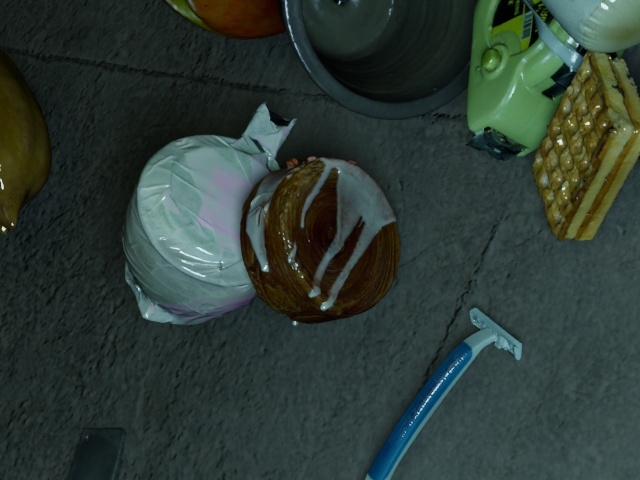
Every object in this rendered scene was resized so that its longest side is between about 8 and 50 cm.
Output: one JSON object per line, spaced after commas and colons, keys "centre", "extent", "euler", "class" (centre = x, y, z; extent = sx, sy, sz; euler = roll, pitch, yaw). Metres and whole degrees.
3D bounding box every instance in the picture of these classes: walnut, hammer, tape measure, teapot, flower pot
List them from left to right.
{"centre": [-0.419, -0.120, 2.085], "extent": [0.209, 0.209, 0.336], "euler": [-44, 53, 10], "class": "walnut"}
{"centre": [-0.120, -0.024, 1.766], "extent": [0.178, 0.163, 0.222], "euler": [128, 147, -55], "class": "teapot"}
{"centre": [0.046, -0.243, 1.764], "extent": [0.235, 0.235, 0.148], "euler": [-58, 24, -5], "class": "flower pot"}
{"centre": [0.215, -0.194, 1.643], "extent": [0.175, 0.106, 0.200], "euler": [-28, 45, 44], "class": "tape measure"}
{"centre": [0.304, -0.284, 1.549], "extent": [0.305, 0.113, 0.202], "euler": [-22, 65, -23], "class": "hammer"}

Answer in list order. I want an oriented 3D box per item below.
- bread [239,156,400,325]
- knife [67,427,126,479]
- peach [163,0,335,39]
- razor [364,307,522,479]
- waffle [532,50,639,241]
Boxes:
{"centre": [0.000, 0.000, 1.666], "extent": [0.073, 0.160, 0.160], "euler": [-17, 53, 44], "class": "bread"}
{"centre": [-0.249, 0.300, 1.789], "extent": [0.072, 0.019, 0.245], "euler": [-6, 59, 38], "class": "knife"}
{"centre": [-0.059, -0.351, 1.905], "extent": [0.274, 0.248, 0.245], "euler": [-42, 76, -10], "class": "peach"}
{"centre": [0.096, 0.147, 1.572], "extent": [0.191, 0.037, 0.068], "euler": [-51, 44, 2], "class": "razor"}
{"centre": [0.232, -0.080, 1.540], "extent": [0.148, 0.042, 0.102], "euler": [111, 156, -44], "class": "waffle"}
